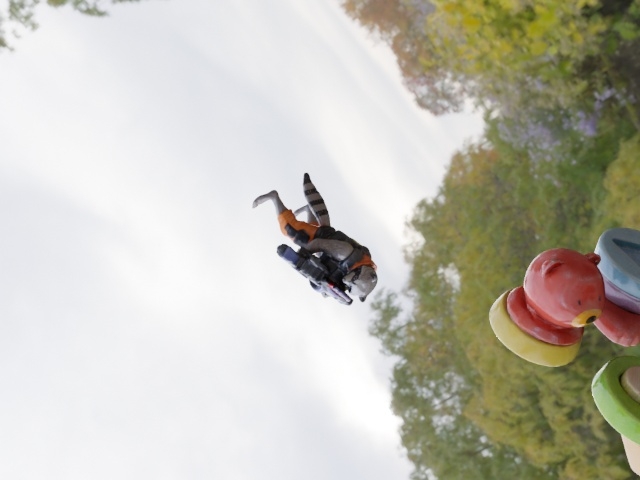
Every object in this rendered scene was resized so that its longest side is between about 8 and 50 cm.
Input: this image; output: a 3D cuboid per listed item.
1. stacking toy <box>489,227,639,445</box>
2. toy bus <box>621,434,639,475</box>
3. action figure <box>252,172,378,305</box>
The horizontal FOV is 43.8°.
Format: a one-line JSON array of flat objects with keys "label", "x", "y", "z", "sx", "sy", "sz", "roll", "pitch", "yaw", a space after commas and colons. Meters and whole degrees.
[{"label": "stacking toy", "x": 0.409, "y": 0.098, "z": 1.004, "sx": 0.309, "sy": 0.130, "sz": 0.279, "roll": -16, "pitch": -131, "yaw": -37}, {"label": "toy bus", "x": 0.732, "y": 0.431, "z": 1.541, "sx": 0.333, "sy": 0.130, "sz": 0.108, "roll": 6, "pitch": 115, "yaw": 69}, {"label": "action figure", "x": 0.000, "y": 0.000, "z": 1.743, "sx": 0.330, "sy": 0.178, "sz": 0.341, "roll": 45, "pitch": -179, "yaw": 25}]
